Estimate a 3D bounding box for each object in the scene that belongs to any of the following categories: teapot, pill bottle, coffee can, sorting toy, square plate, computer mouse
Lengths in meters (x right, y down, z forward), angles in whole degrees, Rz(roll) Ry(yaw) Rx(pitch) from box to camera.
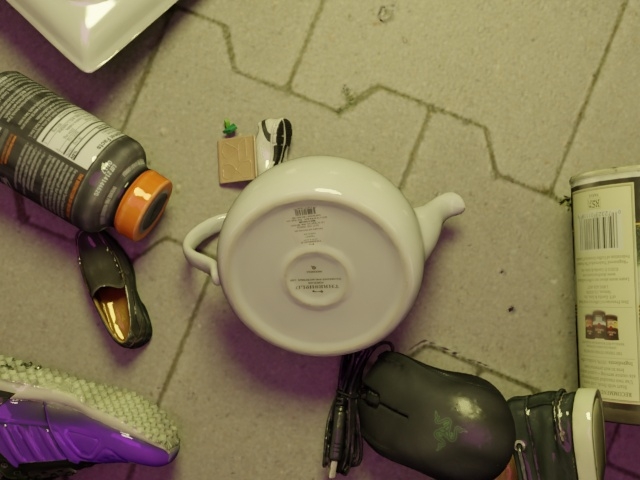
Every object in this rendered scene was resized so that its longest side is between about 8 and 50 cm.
[{"bbox_3d":[0.000,0.000,1.002,0.256,0.187,0.252,34,116,-13],"label":"teapot"},{"bbox_3d":[-0.306,-0.095,1.039,0.245,0.130,0.130,31,88,4],"label":"pill bottle"},{"bbox_3d":[0.392,0.060,0.966,0.201,0.201,0.275,-1,87,2],"label":"coffee can"},{"bbox_3d":[-0.106,-0.116,1.082,0.062,0.012,0.083,-5,86,30],"label":"sorting toy"},{"bbox_3d":[-0.285,-0.430,1.050,0.347,0.049,0.344,42,72,6],"label":"square plate"},{"bbox_3d":[0.092,0.198,0.950,0.072,0.272,0.188,16,82,-39],"label":"computer mouse"}]

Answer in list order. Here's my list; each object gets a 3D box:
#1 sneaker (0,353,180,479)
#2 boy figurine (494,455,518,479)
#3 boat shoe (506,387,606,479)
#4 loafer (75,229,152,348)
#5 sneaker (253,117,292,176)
[{"bbox_3d":[-0.320,0.247,1.044,0.293,0.102,0.146,17,94,7],"label":"sneaker"},{"bbox_3d":[0.241,0.368,1.012,0.177,0.092,0.285,-21,85,1],"label":"boy figurine"},{"bbox_3d":[0.247,0.321,0.914,0.113,0.127,0.340,0,106,25],"label":"boat shoe"},{"bbox_3d":[-0.263,0.056,1.063,0.062,0.061,0.170,-29,85,1],"label":"loafer"},{"bbox_3d":[-0.065,-0.104,1.081,0.043,0.040,0.109,13,95,35],"label":"sneaker"}]
